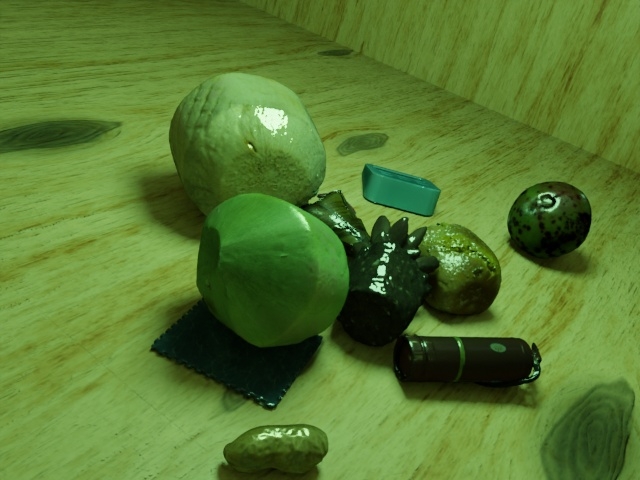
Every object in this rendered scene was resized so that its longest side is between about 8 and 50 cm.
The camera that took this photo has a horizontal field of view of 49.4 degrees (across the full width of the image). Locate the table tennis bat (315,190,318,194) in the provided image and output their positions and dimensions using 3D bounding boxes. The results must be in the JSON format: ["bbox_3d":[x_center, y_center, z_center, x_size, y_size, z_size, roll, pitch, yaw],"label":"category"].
[{"bbox_3d":[-0.118,-0.183,2.056,0.237,0.038,0.149,15,29,-14],"label":"table tennis bat"}]

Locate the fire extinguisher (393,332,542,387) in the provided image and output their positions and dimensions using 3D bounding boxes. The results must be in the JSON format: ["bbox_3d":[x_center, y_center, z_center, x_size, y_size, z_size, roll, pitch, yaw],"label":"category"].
[{"bbox_3d":[0.320,0.242,1.452,0.341,0.105,0.141,4,32,-18],"label":"fire extinguisher"}]

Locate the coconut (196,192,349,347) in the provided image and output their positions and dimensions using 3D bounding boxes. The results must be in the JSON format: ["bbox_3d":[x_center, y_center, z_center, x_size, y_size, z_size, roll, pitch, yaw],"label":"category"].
[{"bbox_3d":[-0.103,0.055,1.346,0.328,0.281,0.328,48,19,-23],"label":"coconut"}]

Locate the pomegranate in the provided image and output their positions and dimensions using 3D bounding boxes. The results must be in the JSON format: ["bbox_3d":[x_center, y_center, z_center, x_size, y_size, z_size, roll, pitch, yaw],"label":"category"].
[{"bbox_3d":[0.682,-0.051,2.114,0.242,0.242,0.306,21,-12,7],"label":"pomegranate"}]

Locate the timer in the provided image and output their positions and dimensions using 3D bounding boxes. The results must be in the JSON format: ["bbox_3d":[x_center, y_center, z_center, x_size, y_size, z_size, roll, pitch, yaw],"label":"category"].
[{"bbox_3d":[0.253,-0.186,2.215,0.231,0.091,0.250,13,24,-6],"label":"timer"}]

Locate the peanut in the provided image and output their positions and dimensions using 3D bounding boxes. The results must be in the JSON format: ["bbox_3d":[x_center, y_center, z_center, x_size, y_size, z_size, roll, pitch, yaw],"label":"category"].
[{"bbox_3d":[-0.067,0.333,1.106,0.174,0.080,0.080,2,31,-21],"label":"peanut"}]

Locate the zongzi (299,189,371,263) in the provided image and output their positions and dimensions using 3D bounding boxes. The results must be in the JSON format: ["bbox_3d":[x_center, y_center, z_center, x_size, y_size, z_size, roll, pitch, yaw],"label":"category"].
[{"bbox_3d":[0.000,0.000,1.745,0.242,0.112,0.221,-22,56,-20],"label":"zongzi"}]

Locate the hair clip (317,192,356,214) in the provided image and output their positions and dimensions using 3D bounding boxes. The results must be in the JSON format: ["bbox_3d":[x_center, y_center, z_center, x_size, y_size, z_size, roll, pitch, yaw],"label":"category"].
[{"bbox_3d":[0.049,-0.110,2.029,0.054,0.022,0.137,-8,37,-45],"label":"hair clip"}]

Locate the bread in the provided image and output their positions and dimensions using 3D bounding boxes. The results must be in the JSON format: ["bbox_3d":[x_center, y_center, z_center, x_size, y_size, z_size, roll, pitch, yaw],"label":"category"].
[{"bbox_3d":[0.316,0.053,1.719,0.195,0.176,0.246,-2,34,-33],"label":"bread"}]

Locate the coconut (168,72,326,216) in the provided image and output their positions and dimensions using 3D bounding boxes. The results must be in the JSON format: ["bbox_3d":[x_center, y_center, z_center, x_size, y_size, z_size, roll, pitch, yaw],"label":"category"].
[{"bbox_3d":[-0.183,-0.231,1.773,0.415,0.345,0.415,13,27,-6],"label":"coconut"}]

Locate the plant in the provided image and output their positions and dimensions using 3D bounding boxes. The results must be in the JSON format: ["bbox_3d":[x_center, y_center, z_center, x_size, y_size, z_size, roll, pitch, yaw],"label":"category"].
[{"bbox_3d":[0.143,0.084,1.553,0.182,0.194,0.321,50,36,-12],"label":"plant"}]

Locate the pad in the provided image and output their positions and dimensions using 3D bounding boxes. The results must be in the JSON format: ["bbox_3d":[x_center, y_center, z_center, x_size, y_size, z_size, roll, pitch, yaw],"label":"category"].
[{"bbox_3d":[-0.154,0.199,1.365,0.268,0.012,0.270,22,28,10],"label":"pad"}]
